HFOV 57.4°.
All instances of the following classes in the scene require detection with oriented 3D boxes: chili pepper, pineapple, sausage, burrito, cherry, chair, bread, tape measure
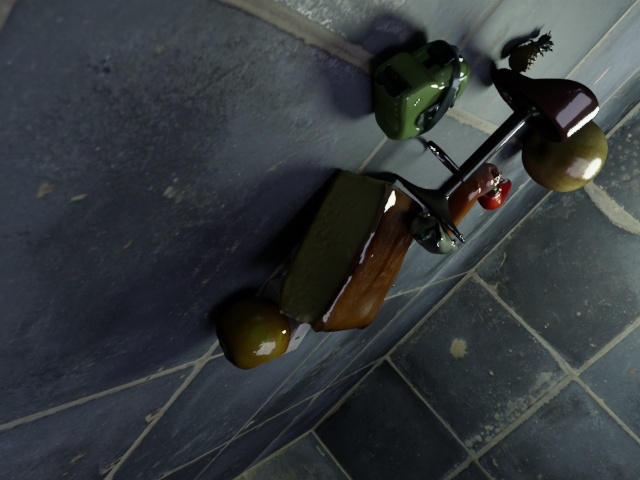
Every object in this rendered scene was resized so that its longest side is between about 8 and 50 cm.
[{"bbox_3d":[0.609,-0.173,2.062,0.137,0.092,0.368,-66,163,11],"label":"chili pepper"},{"bbox_3d":[0.463,-0.414,1.280,0.124,0.058,0.058,-39,162,-29],"label":"pineapple"},{"bbox_3d":[0.394,-0.086,1.795,0.083,0.089,0.300,-22,153,-31],"label":"sausage"},{"bbox_3d":[0.242,-0.009,1.264,0.066,0.096,0.309,-49,165,9],"label":"burrito"},{"bbox_3d":[0.485,-0.184,1.765,0.126,0.087,0.106,-30,174,22],"label":"cherry"},{"bbox_3d":[0.380,-0.208,1.287,0.401,0.226,0.226,-45,161,10],"label":"chair"},{"bbox_3d":[0.078,0.032,1.239,0.323,0.143,0.333,-65,159,5],"label":"bread"},{"bbox_3d":[0.168,-0.245,0.974,0.175,0.106,0.200,-36,162,-8],"label":"tape measure"}]

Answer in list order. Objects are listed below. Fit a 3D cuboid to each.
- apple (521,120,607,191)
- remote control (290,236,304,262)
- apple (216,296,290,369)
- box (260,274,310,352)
[{"bbox_3d":[0.779,-0.289,1.895,0.234,0.257,0.257,11,132,-26],"label":"apple"},{"bbox_3d":[0.000,0.000,1.281,0.229,0.044,0.073,-30,141,-54],"label":"remote control"},{"bbox_3d":[-0.151,0.199,1.258,0.147,0.146,0.163,-26,179,-39],"label":"apple"},{"bbox_3d":[-0.087,0.172,1.339,0.051,0.130,0.129,-18,150,-39],"label":"box"}]
